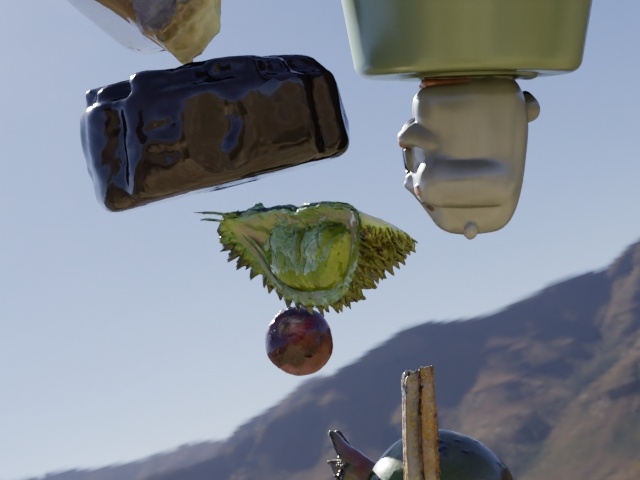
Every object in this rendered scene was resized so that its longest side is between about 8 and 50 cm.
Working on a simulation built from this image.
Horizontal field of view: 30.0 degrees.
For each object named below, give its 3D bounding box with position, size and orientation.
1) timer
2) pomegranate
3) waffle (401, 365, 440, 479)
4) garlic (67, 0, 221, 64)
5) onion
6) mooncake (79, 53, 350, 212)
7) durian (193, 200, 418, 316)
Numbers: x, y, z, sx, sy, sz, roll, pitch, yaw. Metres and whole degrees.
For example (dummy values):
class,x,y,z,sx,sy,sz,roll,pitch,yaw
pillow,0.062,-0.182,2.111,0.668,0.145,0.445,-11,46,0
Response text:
class,x,y,z,sx,sy,sz,roll,pitch,yaw
timer,0.165,-0.161,1.361,0.291,0.315,0.291,0,5,0
pomegranate,0.142,0.416,1.827,0.323,0.291,0.291,25,-18,-4
waffle,0.123,0.233,1.480,0.042,0.148,0.102,-2,-12,2
garlic,-0.210,-0.363,1.579,0.231,0.246,0.340,-57,4,0
onion,-0.041,0.184,2.198,0.131,0.131,0.131,-18,-11,-4
mooncake,-0.114,-0.123,1.275,0.283,0.141,0.283,-12,4,1
durian,0.000,0.000,1.636,0.158,0.169,0.352,-41,25,-30
